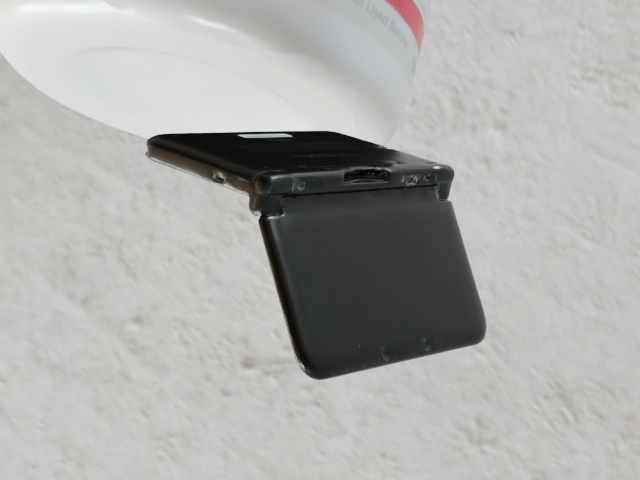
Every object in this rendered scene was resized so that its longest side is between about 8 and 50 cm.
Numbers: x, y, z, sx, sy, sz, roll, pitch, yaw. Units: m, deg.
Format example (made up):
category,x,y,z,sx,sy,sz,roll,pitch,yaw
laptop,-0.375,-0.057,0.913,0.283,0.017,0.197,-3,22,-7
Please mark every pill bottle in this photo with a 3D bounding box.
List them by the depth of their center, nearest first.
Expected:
category,x,y,z,sx,sy,sz,roll,pitch,yaw
pill bottle,-0.022,-0.264,0.799,0.229,0.229,0.407,5,74,35

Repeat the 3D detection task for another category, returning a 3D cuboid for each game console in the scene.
category,x,y,z,sx,sy,sz,roll,pitch,yaw
game console,0.000,0.000,0.583,0.107,0.122,0.071,20,106,37
